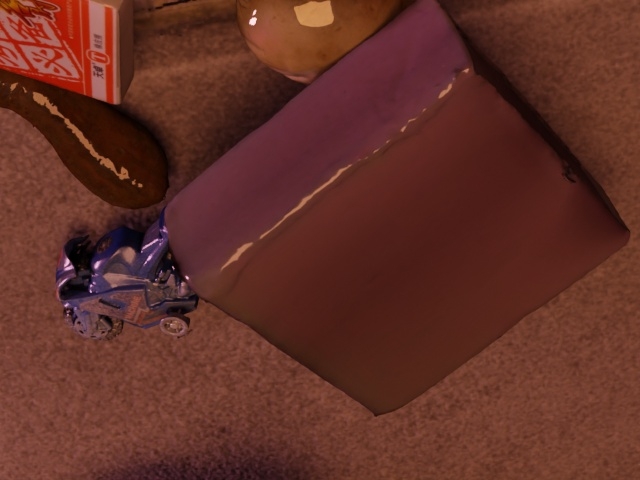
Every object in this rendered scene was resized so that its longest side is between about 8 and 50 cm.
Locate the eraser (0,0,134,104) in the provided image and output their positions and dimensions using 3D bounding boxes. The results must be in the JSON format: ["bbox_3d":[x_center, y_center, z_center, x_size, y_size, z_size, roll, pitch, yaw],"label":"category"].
[{"bbox_3d":[-0.256,-0.184,1.113,0.230,0.038,0.157,18,158,0],"label":"eraser"}]

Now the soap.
[{"bbox_3d":[0.068,-0.010,1.189,0.285,0.107,0.296,-37,136,12],"label":"soap"}]

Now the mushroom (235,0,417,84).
[{"bbox_3d":[0.005,-0.186,1.146,0.148,0.112,0.148,-8,152,-4],"label":"mushroom"}]

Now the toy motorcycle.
[{"bbox_3d":[-0.160,0.028,1.285,0.205,0.076,0.114,-22,127,27],"label":"toy motorcycle"}]

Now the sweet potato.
[{"bbox_3d":[-0.221,-0.102,1.221,0.233,0.062,0.081,32,115,-16],"label":"sweet potato"}]
